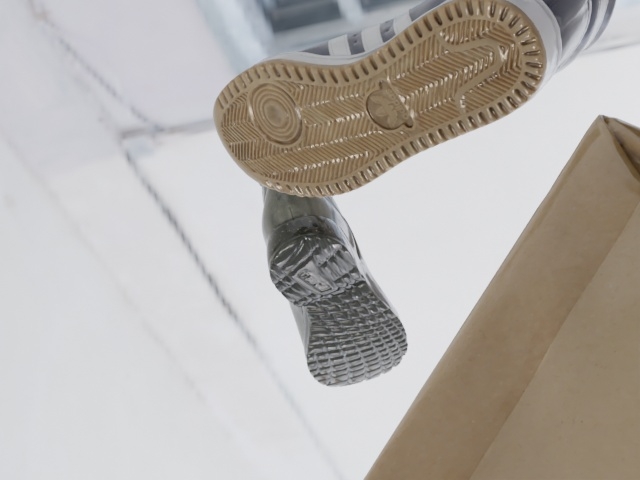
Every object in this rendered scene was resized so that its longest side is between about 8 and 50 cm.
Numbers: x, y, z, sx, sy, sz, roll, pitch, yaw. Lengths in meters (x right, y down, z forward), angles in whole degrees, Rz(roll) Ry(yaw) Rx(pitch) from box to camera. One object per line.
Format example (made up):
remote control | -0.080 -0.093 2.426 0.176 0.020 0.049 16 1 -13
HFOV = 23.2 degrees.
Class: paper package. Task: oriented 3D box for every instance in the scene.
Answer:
paper package | 0.160 0.162 0.737 0.309 0.168 0.325 -55 -35 -27

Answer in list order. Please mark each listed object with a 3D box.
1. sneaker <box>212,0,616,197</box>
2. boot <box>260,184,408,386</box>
sneaker | 0.064 -0.117 1.009 0.153 0.282 0.099 -42 -71 -42
boot | 0.000 0.000 1.237 0.246 0.083 0.161 67 -174 -54
